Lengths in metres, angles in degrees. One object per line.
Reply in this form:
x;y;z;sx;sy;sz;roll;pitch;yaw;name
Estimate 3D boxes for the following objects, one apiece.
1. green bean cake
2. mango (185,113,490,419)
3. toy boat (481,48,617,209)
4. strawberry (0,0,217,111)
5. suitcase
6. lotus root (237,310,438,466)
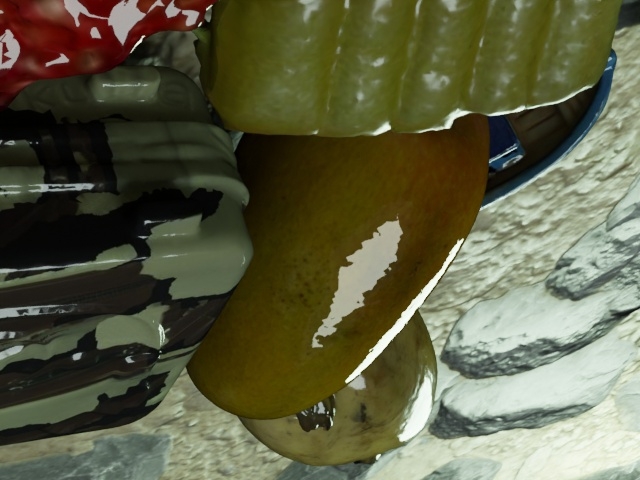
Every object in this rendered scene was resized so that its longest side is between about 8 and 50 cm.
0.028;-0.175;0.761;0.232;0.236;0.124;-7;137;-13;green bean cake
0.000;0.000;1.020;0.173;0.211;0.317;27;110;-11;mango
0.134;-0.086;1.111;0.223;0.100;0.097;-33;165;13;toy boat
-0.152;-0.191;0.655;0.336;0.265;0.149;-15;136;27;strawberry
-0.249;0.029;0.924;0.351;0.194;0.339;-5;149;-28;suitcase
0.017;0.123;1.265;0.182;0.183;0.310;-28;149;3;lotus root
